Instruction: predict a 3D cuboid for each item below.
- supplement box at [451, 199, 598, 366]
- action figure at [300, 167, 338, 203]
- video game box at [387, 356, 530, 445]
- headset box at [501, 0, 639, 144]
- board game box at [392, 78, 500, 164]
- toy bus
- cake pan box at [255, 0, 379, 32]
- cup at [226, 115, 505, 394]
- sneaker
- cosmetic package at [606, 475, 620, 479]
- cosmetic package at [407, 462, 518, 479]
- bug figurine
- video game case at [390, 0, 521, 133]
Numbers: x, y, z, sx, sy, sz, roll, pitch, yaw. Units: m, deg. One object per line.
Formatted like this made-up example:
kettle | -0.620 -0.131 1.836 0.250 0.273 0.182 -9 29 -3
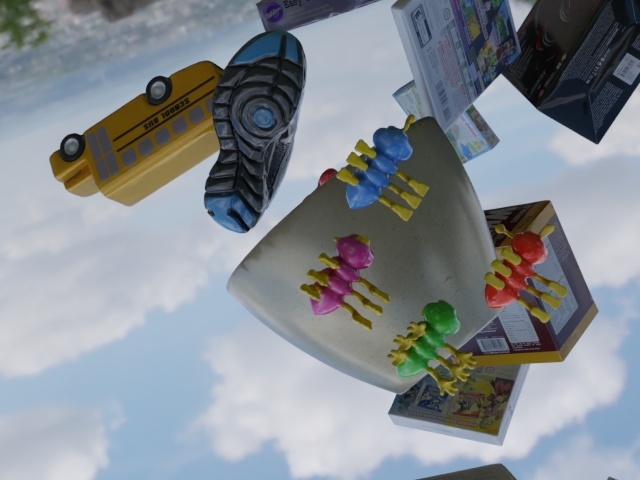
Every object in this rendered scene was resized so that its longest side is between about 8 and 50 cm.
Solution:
supplement box | 0.263 0.065 1.767 0.191 0.194 0.129 -9 -155 43
action figure | 0.000 0.000 1.881 0.139 0.280 0.091 -34 -123 -20
video game box | 0.241 0.245 2.081 0.205 0.048 0.187 7 -125 31
headset box | 0.370 -0.287 1.730 0.218 0.110 0.293 -58 -165 16
board game box | 0.194 -0.190 1.887 0.103 0.154 0.026 -27 -166 51
toy bus | -0.273 -0.162 1.974 0.333 0.130 0.108 -31 158 16
cake pan box | 0.032 -0.430 2.093 0.267 0.070 0.246 -16 -167 15
cup | 0.087 0.044 1.485 0.331 0.237 0.331 -40 172 -6
sneaker | -0.094 -0.179 1.840 0.125 0.340 0.139 26 -143 7
cosmetic package | 0.498 0.472 2.096 0.115 0.041 0.060 -62 -154 8
cosmetic package | 0.195 0.567 1.793 0.327 0.329 0.394 -9 -169 -9
bug figurine | 0.099 0.019 1.213 0.216 0.279 0.072 -54 -158 1
video game case | 0.174 -0.263 1.530 0.023 0.201 0.183 21 -122 40
